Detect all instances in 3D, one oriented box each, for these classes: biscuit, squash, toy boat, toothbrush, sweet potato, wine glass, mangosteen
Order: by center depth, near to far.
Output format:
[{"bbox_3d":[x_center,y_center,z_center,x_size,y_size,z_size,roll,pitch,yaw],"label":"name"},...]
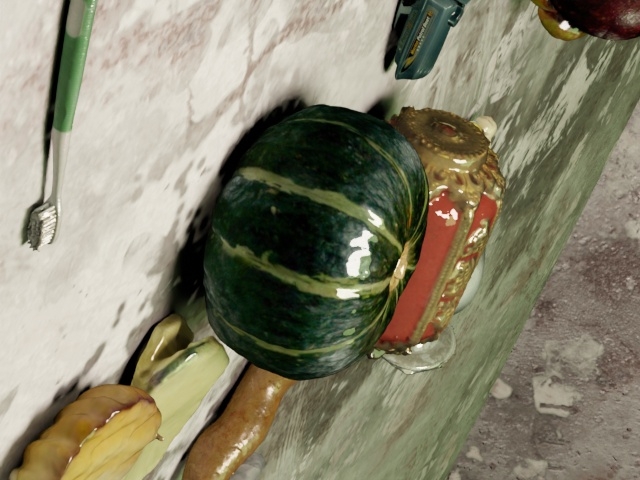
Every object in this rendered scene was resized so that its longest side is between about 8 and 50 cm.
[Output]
[{"bbox_3d":[-0.166,-0.090,1.126,0.024,0.018,0.257,-36,153,-45],"label":"toothbrush"},{"bbox_3d":[-0.203,0.179,1.422,0.183,0.061,0.118,-47,154,-31],"label":"biscuit"},{"bbox_3d":[0.000,0.000,1.561,0.252,0.165,0.252,19,90,-76],"label":"squash"},{"bbox_3d":[0.102,-0.207,1.730,0.055,0.060,0.141,-50,169,-38],"label":"toy boat"},{"bbox_3d":[-0.094,0.209,1.856,0.281,0.059,0.067,-55,-175,-15],"label":"sweet potato"},{"bbox_3d":[0.335,-0.329,2.034,0.210,0.210,0.210,-54,164,-23],"label":"mangosteen"},{"bbox_3d":[0.141,0.061,2.238,0.126,0.126,0.241,-50,165,-36],"label":"wine glass"}]

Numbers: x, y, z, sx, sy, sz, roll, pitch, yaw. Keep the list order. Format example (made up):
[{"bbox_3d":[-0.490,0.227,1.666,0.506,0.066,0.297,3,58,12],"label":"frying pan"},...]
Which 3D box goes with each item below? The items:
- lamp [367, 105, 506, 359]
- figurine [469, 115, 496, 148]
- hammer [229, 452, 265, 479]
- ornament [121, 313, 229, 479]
[{"bbox_3d":[0.089,-0.006,1.838,0.177,0.177,0.274,-37,153,-57],"label":"lamp"},{"bbox_3d":[0.193,-0.123,2.228,0.051,0.047,0.083,-7,121,-60],"label":"figurine"},{"bbox_3d":[-0.166,0.366,1.878,0.044,0.152,0.427,63,32,-22],"label":"hammer"},{"bbox_3d":[-0.162,0.175,1.581,0.201,0.059,0.180,-53,165,-16],"label":"ornament"}]
